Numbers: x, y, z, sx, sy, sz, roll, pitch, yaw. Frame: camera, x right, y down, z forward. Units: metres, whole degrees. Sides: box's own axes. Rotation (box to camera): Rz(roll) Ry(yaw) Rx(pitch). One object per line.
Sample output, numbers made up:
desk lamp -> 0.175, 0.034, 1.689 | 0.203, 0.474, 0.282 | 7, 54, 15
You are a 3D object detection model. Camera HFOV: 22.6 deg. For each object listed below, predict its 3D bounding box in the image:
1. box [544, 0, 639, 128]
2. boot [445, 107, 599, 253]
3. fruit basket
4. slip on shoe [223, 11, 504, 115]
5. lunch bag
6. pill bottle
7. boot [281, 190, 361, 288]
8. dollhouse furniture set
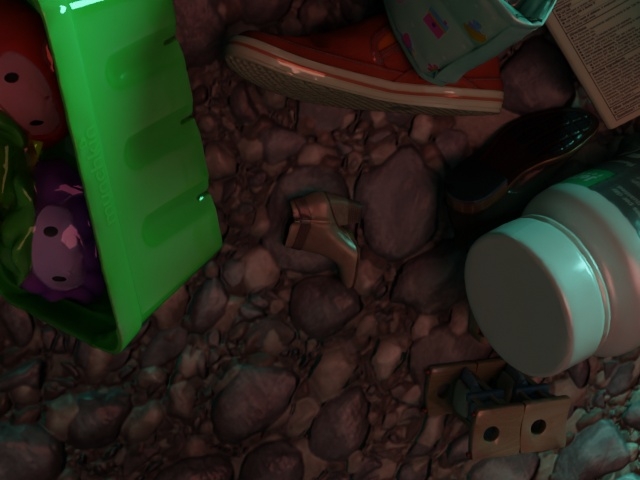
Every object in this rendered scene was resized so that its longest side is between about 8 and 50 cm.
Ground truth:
box -> 0.320, -0.265, 1.752 | 0.148, 0.127, 0.232 | -27, 121, 15
boot -> 0.230, -0.071, 1.856 | 0.219, 0.082, 0.106 | -29, 143, -21
fruit basket -> -0.314, -0.072, 1.499 | 0.392, 0.283, 0.392 | -14, 111, -39
slip on shoe -> 0.050, -0.193, 1.696 | 0.331, 0.123, 0.101 | 3, 89, -27
lunch bag -> 0.149, -0.301, 1.582 | 0.160, 0.223, 0.262 | -4, 82, -24
pill bottle -> 0.353, 0.008, 1.811 | 0.361, 0.204, 0.204 | -24, 118, -30
boot -> 0.000, 0.000, 1.784 | 0.087, 0.042, 0.118 | -3, 109, -17
dollhouse furniture set -> 0.209, 0.141, 1.876 | 0.129, 0.129, 0.184 | -5, 112, -23
